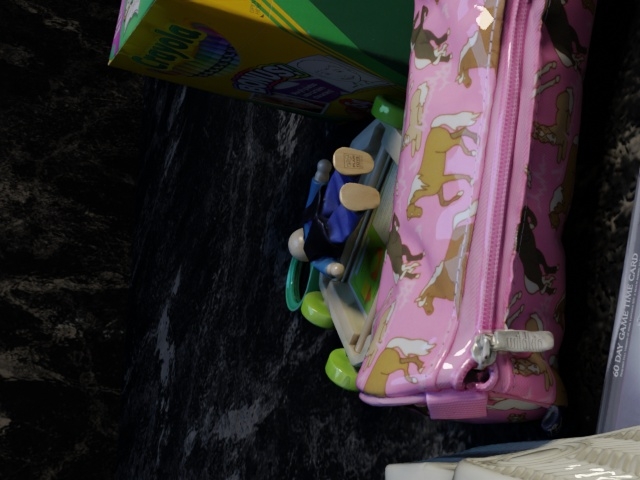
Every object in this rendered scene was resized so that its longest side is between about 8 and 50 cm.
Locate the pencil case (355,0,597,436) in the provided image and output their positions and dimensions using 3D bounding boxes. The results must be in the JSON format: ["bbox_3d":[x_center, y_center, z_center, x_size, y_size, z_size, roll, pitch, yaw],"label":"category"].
[{"bbox_3d":[0.125,-0.058,0.692,0.167,0.160,0.386,0,78,47],"label":"pencil case"}]

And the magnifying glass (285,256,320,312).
[{"bbox_3d":[0.000,0.000,1.199,0.092,0.026,0.231,-102,31,-48],"label":"magnifying glass"}]

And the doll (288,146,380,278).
[{"bbox_3d":[0.009,-0.027,0.953,0.189,0.046,0.129,126,139,-61],"label":"doll"}]

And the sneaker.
[{"bbox_3d":[0.136,0.200,0.568,0.350,0.131,0.148,119,142,-74],"label":"sneaker"}]

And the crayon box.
[{"bbox_3d":[-0.048,-0.226,1.019,0.363,0.313,0.106,180,100,-70],"label":"crayon box"}]

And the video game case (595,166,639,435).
[{"bbox_3d":[0.250,0.050,0.488,0.274,0.026,0.196,-175,95,-69],"label":"video game case"}]

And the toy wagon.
[{"bbox_3d":[0.071,0.021,0.931,0.344,0.068,0.267,-116,41,-58],"label":"toy wagon"}]
